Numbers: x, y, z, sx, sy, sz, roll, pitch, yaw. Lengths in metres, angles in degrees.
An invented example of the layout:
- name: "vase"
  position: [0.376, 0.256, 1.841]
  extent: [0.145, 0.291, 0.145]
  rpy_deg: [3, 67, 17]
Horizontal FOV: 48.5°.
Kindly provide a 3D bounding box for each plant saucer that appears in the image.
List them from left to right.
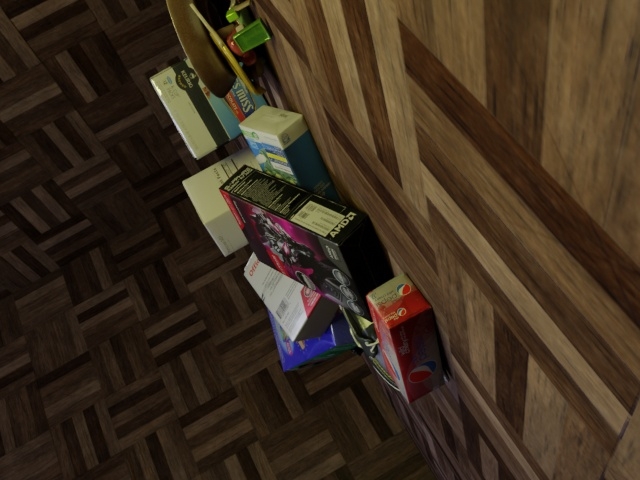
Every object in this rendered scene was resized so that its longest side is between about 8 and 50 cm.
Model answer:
- name: "plant saucer"
  position: [-0.237, -0.452, 1.474]
  extent: [0.310, 0.050, 0.311]
  rpy_deg: [-16, -90, -78]

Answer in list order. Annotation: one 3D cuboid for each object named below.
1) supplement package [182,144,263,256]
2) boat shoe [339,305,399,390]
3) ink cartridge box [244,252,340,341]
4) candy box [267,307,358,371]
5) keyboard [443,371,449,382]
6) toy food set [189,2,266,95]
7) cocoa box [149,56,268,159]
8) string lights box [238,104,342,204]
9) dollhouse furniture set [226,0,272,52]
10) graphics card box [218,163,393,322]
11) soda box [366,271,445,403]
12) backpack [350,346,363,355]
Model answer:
- name: "supplement package"
  position: [-0.195, -0.126, 1.957]
  extent: [0.175, 0.292, 0.177]
  rpy_deg: [58, 175, 34]
- name: "boat shoe"
  position: [0.120, 0.202, 1.586]
  extent: [0.091, 0.114, 0.303]
  rpy_deg: [29, -157, -56]
- name: "ink cartridge box"
  position: [-0.067, 0.105, 1.920]
  extent: [0.114, 0.197, 0.273]
  rpy_deg: [-3, -137, -45]
- name: "candy box"
  position: [-0.024, 0.216, 2.082]
  extent: [0.317, 0.122, 0.268]
  rpy_deg: [-37, 64, 53]
- name: "keyboard"
  position: [0.192, 0.195, 1.469]
  extent: [0.072, 0.014, 0.256]
  rpy_deg: [64, 174, -34]
- name: "toy food set"
  position: [-0.152, -0.371, 1.368]
  extent: [0.128, 0.071, 0.218]
  rpy_deg: [54, 180, 28]
- name: "cocoa box"
  position: [-0.289, -0.371, 1.889]
  extent: [0.232, 0.227, 0.347]
  rpy_deg: [61, 175, -11]
- name: "string lights box"
  position: [-0.053, -0.144, 1.467]
  extent: [0.133, 0.076, 0.260]
  rpy_deg: [23, 148, 46]
- name: "dollhouse furniture set"
  position: [-0.121, -0.391, 1.258]
  extent: [0.076, 0.058, 0.152]
  rpy_deg: [55, -162, -33]
- name: "graphics card box"
  position: [-0.029, -0.001, 1.439]
  extent: [0.370, 0.094, 0.233]
  rpy_deg: [25, 150, 41]
- name: "soda box"
  position: [0.155, 0.181, 1.271]
  extent: [0.092, 0.083, 0.263]
  rpy_deg: [56, 170, 42]
- name: "backpack"
  position: [0.098, 0.246, 2.158]
  extent: [0.152, 0.115, 0.182]
  rpy_deg: [44, 166, 30]
